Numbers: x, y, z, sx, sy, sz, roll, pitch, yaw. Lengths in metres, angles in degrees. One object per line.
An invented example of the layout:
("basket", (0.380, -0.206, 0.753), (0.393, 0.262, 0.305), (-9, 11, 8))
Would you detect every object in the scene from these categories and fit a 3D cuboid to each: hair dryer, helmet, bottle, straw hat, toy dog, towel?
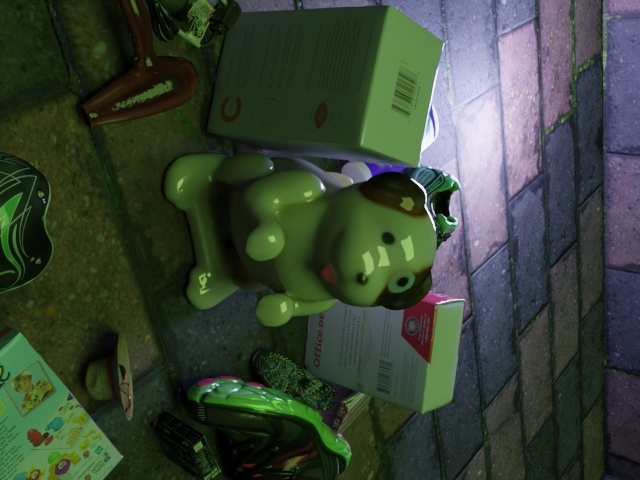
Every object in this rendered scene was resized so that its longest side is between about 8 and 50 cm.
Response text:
("hair dryer", (-0.269, -0.293, 1.080), (0.224, 0.080, 0.293), (30, 87, -42))
("helmet", (-0.425, -0.029, 0.908), (0.169, 0.169, 0.161), (-30, 138, -42))
("bottle", (0.156, -0.210, 1.598), (0.283, 0.092, 0.118), (-41, 129, -36))
("straw hat", (-0.340, 0.221, 1.146), (0.061, 0.144, 0.144), (-6, 109, -7))
("toy dog", (0.000, 0.000, 1.223), (0.395, 0.408, 0.284), (-18, 113, -46))
("towel", (0.075, 0.380, 1.652), (0.144, 0.029, 0.197), (-38, 157, -37))

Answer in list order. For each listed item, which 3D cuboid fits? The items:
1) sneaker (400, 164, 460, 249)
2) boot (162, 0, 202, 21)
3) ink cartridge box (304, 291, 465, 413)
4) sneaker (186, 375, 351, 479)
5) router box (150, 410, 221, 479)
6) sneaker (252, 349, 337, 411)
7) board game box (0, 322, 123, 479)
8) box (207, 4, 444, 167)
("sneaker", (0.236, -0.007, 1.706), (0.134, 0.146, 0.343), (4, 97, -50))
("boot", (-0.216, -0.475, 1.098), (0.161, 0.083, 0.246), (29, 82, -48))
("ink cartridge box", (0.129, 0.202, 1.508), (0.131, 0.306, 0.226), (-4, 103, -49))
("sneaker", (-0.092, 0.412, 1.400), (0.483, 0.185, 0.202), (48, 59, -43))
("router box", (-0.237, 0.362, 1.262), (0.038, 0.123, 0.092), (-38, 126, -32))
("sneaker", (-0.065, 0.291, 1.488), (0.211, 0.081, 0.080), (40, 70, -28))
("board game box", (-0.426, 0.249, 0.993), (0.144, 0.142, 0.275), (-47, 132, -31))
("box", (0.001, -0.255, 1.206), (0.168, 0.345, 0.214), (11, 91, -51))
